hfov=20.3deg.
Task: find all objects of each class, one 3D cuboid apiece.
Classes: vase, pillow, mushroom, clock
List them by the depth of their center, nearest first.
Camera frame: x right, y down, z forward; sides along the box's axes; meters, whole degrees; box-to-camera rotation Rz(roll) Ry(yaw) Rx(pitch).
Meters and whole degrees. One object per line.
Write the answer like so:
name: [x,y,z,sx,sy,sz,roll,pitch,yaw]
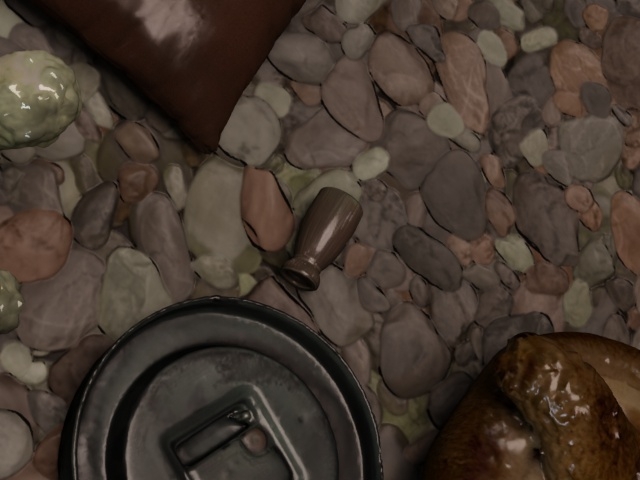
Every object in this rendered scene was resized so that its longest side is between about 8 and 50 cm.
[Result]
clock: [-0.092,0.214,1.686,0.318,0.066,0.319,8,71,-25]
mushroom: [0.257,0.253,1.783,0.345,0.239,0.345,0,92,-14]
pillow: [-0.145,-0.289,1.787,0.305,0.108,0.308,40,64,-17]
vase: [0.000,0.000,1.805,0.053,0.053,0.101,35,67,-14]

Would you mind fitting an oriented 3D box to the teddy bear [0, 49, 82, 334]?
teddy bear: [-0.351,0.050,1.470,0.327,0.375,0.362,38,28,-56]
